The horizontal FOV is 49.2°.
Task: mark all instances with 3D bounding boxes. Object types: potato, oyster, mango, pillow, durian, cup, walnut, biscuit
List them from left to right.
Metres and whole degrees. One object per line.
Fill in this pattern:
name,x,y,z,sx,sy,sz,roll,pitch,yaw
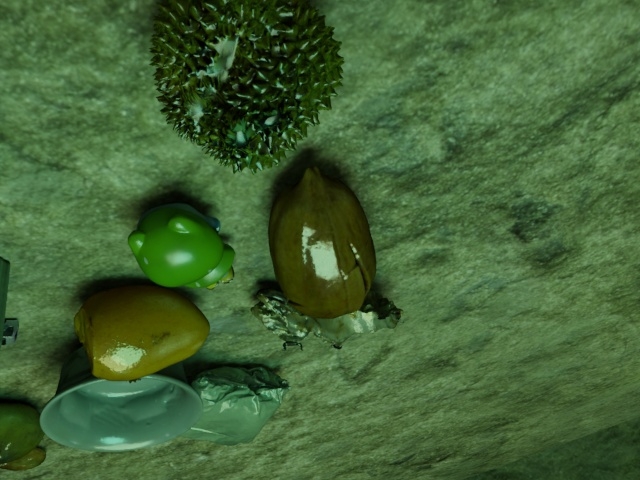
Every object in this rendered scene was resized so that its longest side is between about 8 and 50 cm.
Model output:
potato,-0.776,0.448,1.644,0.248,0.144,0.169,15,129,-44
biscuit,-0.846,0.561,1.844,0.118,0.029,0.247,-40,135,19
cup,-0.447,0.328,1.582,0.347,0.163,0.347,-9,142,-7
mango,-0.351,0.176,1.423,0.257,0.187,0.138,-13,159,-31
pillow,-0.251,0.424,1.780,0.283,0.138,0.310,11,138,-28
durian,-0.097,-0.240,0.976,0.291,0.225,0.291,4,112,10
walnut,0.000,0.000,1.309,0.208,0.209,0.336,-12,129,-3
oyster,0.012,0.167,1.560,0.336,0.133,0.198,-1,141,-13

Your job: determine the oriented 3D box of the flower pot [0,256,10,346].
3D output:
flower pot,-0.679,0.125,1.242,0.209,0.190,0.239,-27,138,16

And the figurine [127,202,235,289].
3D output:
figurine,-0.245,0.024,1.309,0.162,0.143,0.263,-17,152,12

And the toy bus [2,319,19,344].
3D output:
toy bus,-0.685,0.186,1.422,0.130,0.052,0.037,3,137,-20
